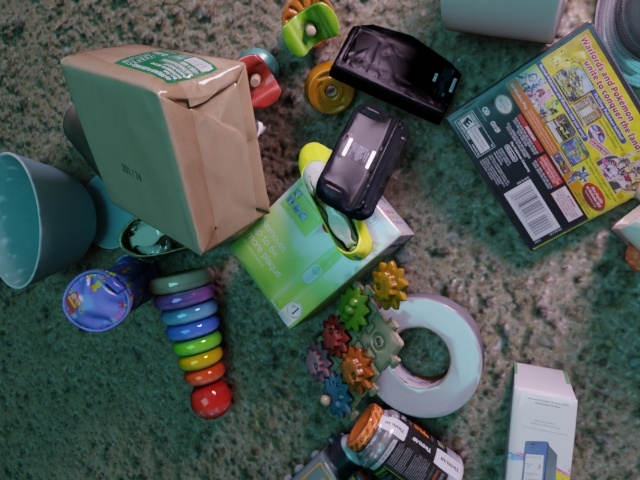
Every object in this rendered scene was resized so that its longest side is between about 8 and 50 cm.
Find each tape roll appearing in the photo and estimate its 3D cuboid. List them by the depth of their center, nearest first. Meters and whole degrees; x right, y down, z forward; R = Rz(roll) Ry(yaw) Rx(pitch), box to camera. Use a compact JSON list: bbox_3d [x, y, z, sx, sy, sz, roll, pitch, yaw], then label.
[{"bbox_3d":[0.301,-0.435,0.748,0.169,0.246,0.246,19,99,21],"label":"tape roll"},{"bbox_3d":[0.188,0.208,0.917,0.219,0.072,0.219,1,94,22],"label":"tape roll"}]

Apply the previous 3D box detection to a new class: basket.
[{"bbox_3d":[-0.459,-0.225,1.123,0.227,0.154,0.204,34,77,23],"label":"basket"}]

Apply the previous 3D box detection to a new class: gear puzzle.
[{"bbox_3d":[0.064,0.179,0.901,0.175,0.044,0.338,55,130,36],"label":"gear puzzle"}]

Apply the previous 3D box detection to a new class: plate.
[{"bbox_3d":[-0.514,-0.073,1.219,0.188,0.024,0.188,1,92,22],"label":"plate"}]

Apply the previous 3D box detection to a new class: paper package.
[{"bbox_3d":[-0.274,-0.175,0.888,0.325,0.168,0.309,25,137,35],"label":"paper package"}]

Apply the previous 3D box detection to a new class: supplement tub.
[{"bbox_3d":[0.150,0.389,0.898,0.190,0.117,0.117,36,105,2],"label":"supplement tub"}]

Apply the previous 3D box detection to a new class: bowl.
[{"bbox_3d":[-0.659,-0.049,1.185,0.312,0.163,0.311,4,97,36],"label":"bowl"}]

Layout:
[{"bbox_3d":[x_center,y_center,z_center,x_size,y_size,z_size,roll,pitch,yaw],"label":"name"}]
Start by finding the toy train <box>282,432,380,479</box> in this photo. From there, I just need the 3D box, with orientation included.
[{"bbox_3d":[0.000,0.534,0.982,0.334,0.142,0.190,-48,66,17],"label":"toy train"}]

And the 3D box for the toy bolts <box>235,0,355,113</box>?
[{"bbox_3d":[-0.053,-0.351,0.985,0.229,0.158,0.218,-24,124,12],"label":"toy bolts"}]

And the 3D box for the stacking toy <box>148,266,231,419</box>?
[{"bbox_3d":[-0.272,0.231,1.083,0.141,0.141,0.330,-10,94,23],"label":"stacking toy"}]

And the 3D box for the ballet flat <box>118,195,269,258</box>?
[{"bbox_3d":[-0.279,-0.034,1.059,0.349,0.123,0.123,-16,87,16],"label":"ballet flat"}]

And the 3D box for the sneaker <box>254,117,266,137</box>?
[{"bbox_3d":[-0.275,-0.278,1.056,0.321,0.126,0.127,37,100,15],"label":"sneaker"}]

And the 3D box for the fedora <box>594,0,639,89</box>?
[{"bbox_3d":[0.543,-0.365,0.715,0.244,0.124,0.275,26,102,20],"label":"fedora"}]

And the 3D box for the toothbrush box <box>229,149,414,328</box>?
[{"bbox_3d":[0.000,0.000,0.959,0.283,0.122,0.206,-41,77,17],"label":"toothbrush box"}]

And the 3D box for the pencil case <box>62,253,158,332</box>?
[{"bbox_3d":[-0.425,0.100,1.050,0.119,0.306,0.133,43,89,-8],"label":"pencil case"}]

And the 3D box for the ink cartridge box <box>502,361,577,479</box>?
[{"bbox_3d":[0.352,0.327,0.810,0.093,0.154,0.212,7,94,20],"label":"ink cartridge box"}]

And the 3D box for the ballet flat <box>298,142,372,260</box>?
[{"bbox_3d":[0.019,-0.071,0.841,0.077,0.077,0.230,-29,80,20],"label":"ballet flat"}]

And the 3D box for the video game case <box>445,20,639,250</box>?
[{"bbox_3d":[0.384,-0.157,0.803,0.248,0.035,0.274,-32,96,21],"label":"video game case"}]

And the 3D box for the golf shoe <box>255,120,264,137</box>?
[{"bbox_3d":[-0.192,-0.258,0.960,0.094,0.077,0.198,-39,88,-14],"label":"golf shoe"}]

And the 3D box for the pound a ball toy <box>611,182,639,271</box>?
[{"bbox_3d":[0.539,0.039,0.691,0.136,0.208,0.319,-45,77,18],"label":"pound a ball toy"}]

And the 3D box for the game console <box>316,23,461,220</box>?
[{"bbox_3d":[0.091,-0.208,0.842,0.213,0.044,0.361,25,71,2],"label":"game console"}]
